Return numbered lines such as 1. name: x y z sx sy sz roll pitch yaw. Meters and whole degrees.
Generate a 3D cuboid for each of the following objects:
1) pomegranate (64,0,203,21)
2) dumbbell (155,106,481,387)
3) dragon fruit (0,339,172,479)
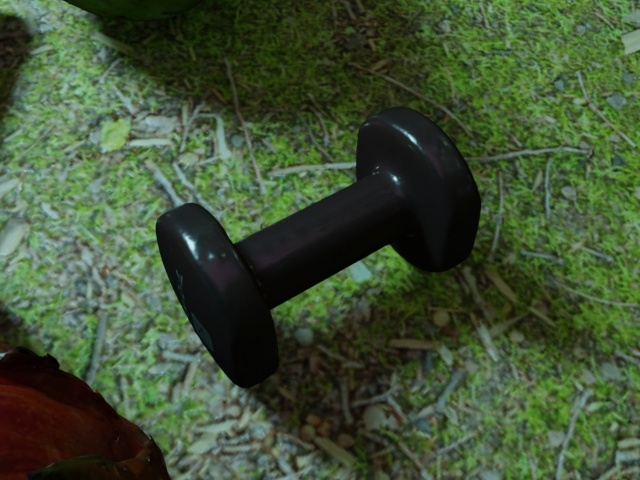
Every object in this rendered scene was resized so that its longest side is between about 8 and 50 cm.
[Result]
1. pomegranate: -0.147 -0.308 0.598 0.260 0.261 0.340 -31 40 -21
2. dumbbell: 0.000 0.000 0.536 0.225 0.140 0.124 -28 55 -19
3. dragon fruit: -0.197 0.193 0.342 0.295 0.302 0.296 -2 44 2
